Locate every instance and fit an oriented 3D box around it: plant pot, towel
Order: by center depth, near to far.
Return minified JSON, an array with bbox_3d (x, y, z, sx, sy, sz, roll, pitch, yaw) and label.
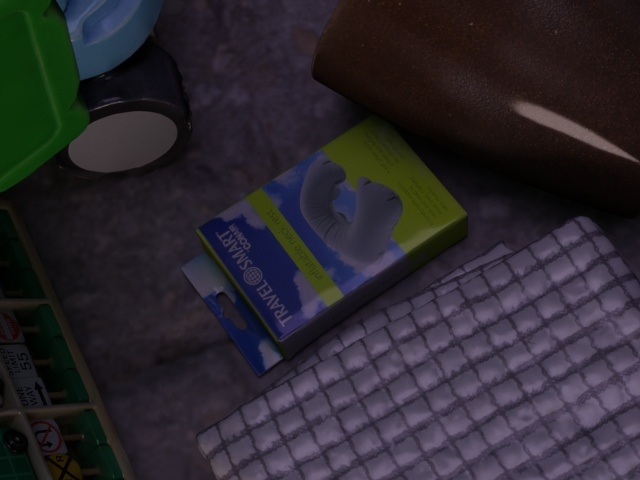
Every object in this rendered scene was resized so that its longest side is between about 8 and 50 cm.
[{"bbox_3d":[0.102,0.145,0.763,0.284,0.121,0.235,-31,65,-5],"label":"towel"},{"bbox_3d":[0.149,-0.124,0.845,0.230,0.215,0.215,39,75,6],"label":"plant pot"}]

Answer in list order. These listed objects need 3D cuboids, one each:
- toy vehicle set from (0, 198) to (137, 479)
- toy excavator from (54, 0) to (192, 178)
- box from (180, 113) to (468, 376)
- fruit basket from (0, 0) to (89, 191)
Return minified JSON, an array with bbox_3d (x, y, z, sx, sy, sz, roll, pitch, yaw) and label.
[{"bbox_3d":[-0.228,0.082,0.811,0.035,0.166,0.267,-44,62,30],"label":"toy vehicle set"},{"bbox_3d":[-0.329,-0.193,0.783,0.433,0.445,0.222,-16,65,-1],"label":"toy excavator"},{"bbox_3d":[0.000,0.000,0.879,0.178,0.042,0.109,-34,66,-9],"label":"box"},{"bbox_3d":[-0.336,-0.128,0.558,0.392,0.283,0.392,1,70,-4],"label":"fruit basket"}]
